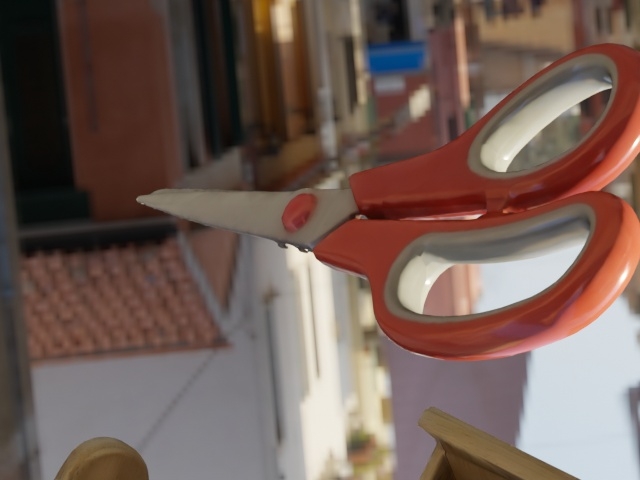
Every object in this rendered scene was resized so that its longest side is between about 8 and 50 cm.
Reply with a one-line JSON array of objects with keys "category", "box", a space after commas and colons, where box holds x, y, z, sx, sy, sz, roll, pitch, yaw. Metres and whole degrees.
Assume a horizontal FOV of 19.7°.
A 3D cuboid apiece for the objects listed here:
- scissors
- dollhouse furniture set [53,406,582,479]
[{"category": "scissors", "box": [0.000, 0.000, 0.635, 0.021, 0.109, 0.297, 36, 151, -31]}, {"category": "dollhouse furniture set", "box": [-0.018, 0.198, 1.094, 0.394, 0.256, 0.362, 29, 175, -40]}]
